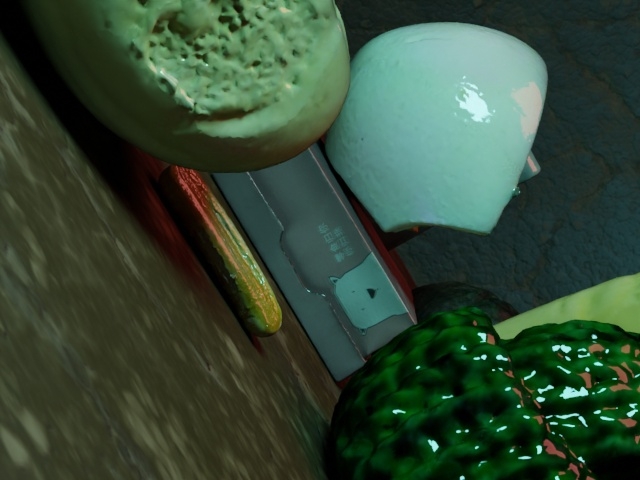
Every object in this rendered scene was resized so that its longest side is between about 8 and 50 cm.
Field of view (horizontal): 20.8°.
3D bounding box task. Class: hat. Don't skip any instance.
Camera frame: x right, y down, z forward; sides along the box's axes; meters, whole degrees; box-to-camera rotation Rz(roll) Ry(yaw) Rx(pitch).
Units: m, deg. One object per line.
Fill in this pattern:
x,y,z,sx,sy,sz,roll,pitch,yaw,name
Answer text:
0.180,0.122,1.225,0.242,0.332,0.274,60,2,-13,hat

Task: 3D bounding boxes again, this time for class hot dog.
-0.068,0.006,1.189,0.137,0.028,0.044,56,31,-10,hot dog

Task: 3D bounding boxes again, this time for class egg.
0.087,-0.113,1.583,0.162,0.206,0.271,25,5,-13,egg

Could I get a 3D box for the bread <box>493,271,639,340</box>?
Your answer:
0.275,0.219,1.469,0.250,0.394,0.361,-89,155,-50,bread

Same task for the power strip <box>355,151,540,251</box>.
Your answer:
0.092,-0.075,1.899,0.141,0.261,0.229,60,5,-5,power strip

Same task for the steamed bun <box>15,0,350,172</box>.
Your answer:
-0.106,-0.162,1.065,0.232,0.166,0.273,46,-14,54,steamed bun

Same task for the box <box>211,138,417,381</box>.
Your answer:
0.000,0.000,1.562,0.215,0.086,0.215,58,5,-4,box

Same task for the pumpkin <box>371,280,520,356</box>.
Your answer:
0.146,0.135,1.691,0.211,0.152,0.211,44,-12,12,pumpkin
